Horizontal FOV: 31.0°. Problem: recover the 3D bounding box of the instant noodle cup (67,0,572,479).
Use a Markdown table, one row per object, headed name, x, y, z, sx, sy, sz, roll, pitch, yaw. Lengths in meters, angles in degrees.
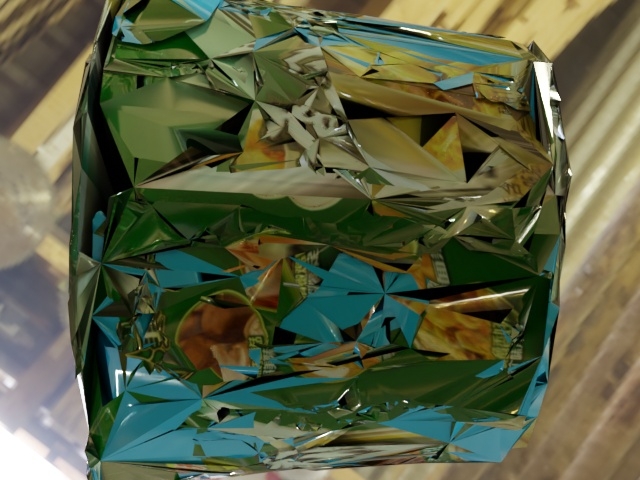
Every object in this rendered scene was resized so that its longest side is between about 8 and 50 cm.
| name | x | y | z | sx | sy | sz | roll | pitch | yaw |
| --- | --- | --- | --- | --- | --- | --- | --- | --- | --- |
| instant noodle cup | 0.000 | 0.000 | 0.503 | 0.240 | 0.178 | 0.240 | -176 | -90 | -89 |
